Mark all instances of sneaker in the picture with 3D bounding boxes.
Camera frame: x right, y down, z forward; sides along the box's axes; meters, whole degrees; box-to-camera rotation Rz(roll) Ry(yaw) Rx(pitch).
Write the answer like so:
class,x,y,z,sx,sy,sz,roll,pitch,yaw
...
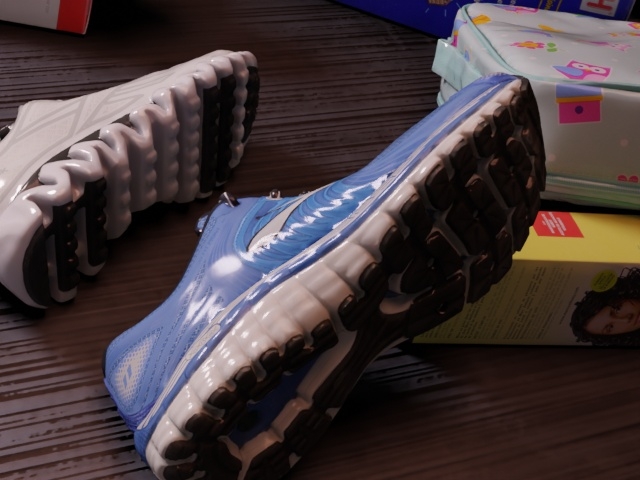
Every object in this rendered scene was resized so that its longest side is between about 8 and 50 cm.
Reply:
class,x,y,z,sx,sy,sz,roll,pitch,yaw
sneaker,0.000,0.000,0.838,0.330,0.129,0.147,-39,49,-15
sneaker,-0.145,-0.069,0.961,0.118,0.110,0.292,24,37,23

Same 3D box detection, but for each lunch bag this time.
class,x,y,z,sx,sy,sz,roll,pitch,yaw
lunch bag,0.205,-0.107,1.083,0.224,0.107,0.279,4,19,-5

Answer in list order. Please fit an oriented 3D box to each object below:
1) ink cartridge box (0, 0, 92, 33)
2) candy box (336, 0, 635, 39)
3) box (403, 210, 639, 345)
class,x,y,z,sx,sy,sz,roll,pitch,yaw
ink cartridge box,-0.252,-0.245,1.147,0.231,0.078,0.134,9,39,-11
candy box,0.144,-0.311,1.227,0.317,0.268,0.122,21,42,3
box,0.161,0.026,0.971,0.232,0.087,0.058,2,41,-18
